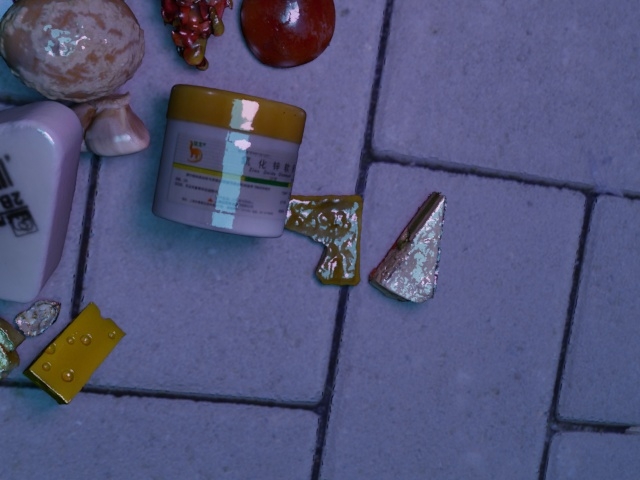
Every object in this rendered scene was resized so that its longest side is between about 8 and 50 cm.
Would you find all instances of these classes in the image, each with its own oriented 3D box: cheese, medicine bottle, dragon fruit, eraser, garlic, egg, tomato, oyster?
[{"bbox_3d":[-0.434,0.200,1.643,0.093,0.126,0.171,45,65,-9],"label":"cheese"},{"bbox_3d":[-0.158,-0.136,1.591,0.237,0.238,0.232,9,95,-15],"label":"medicine bottle"},{"bbox_3d":[-0.222,-0.401,1.608,0.133,0.150,0.208,-1,104,15],"label":"dragon fruit"},{"bbox_3d":[-0.519,-0.098,1.503,0.331,0.150,0.332,0,112,0],"label":"eraser"},{"bbox_3d":[-0.378,-0.190,1.596,0.174,0.124,0.099,2,127,15],"label":"garlic"},{"bbox_3d":[-0.411,-0.330,1.520,0.245,0.203,0.204,-9,99,-39],"label":"egg"},{"bbox_3d":[-0.048,-0.406,1.662,0.189,0.099,0.173,-29,101,-12],"label":"tomato"},{"bbox_3d":[-0.501,0.135,1.645,0.083,0.019,0.054,-34,102,-7],"label":"oyster"}]

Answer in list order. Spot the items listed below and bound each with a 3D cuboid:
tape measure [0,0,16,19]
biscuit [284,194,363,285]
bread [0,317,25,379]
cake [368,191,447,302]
[{"bbox_3d":[-0.563,-0.369,1.543,0.118,0.074,0.125,-11,101,-14],"label":"tape measure"},{"bbox_3d":[0.000,0.000,1.752,0.174,0.039,0.184,-4,96,-16],"label":"biscuit"},{"bbox_3d":[-0.597,0.182,1.602,0.156,0.064,0.117,38,90,-17],"label":"bread"},{"bbox_3d":[0.204,0.027,1.783,0.116,0.086,0.220,38,86,-15],"label":"cake"}]
